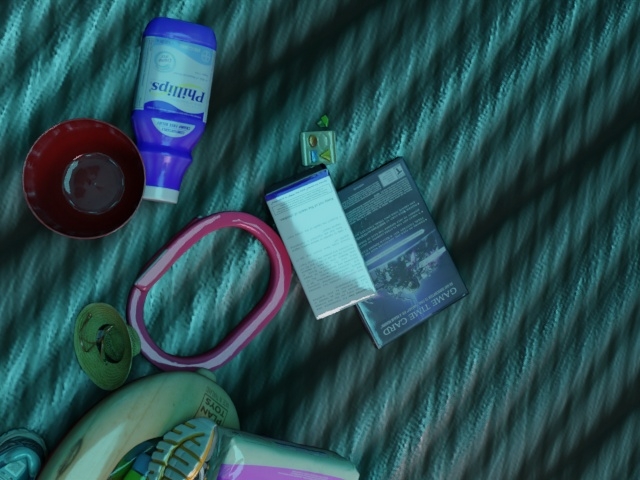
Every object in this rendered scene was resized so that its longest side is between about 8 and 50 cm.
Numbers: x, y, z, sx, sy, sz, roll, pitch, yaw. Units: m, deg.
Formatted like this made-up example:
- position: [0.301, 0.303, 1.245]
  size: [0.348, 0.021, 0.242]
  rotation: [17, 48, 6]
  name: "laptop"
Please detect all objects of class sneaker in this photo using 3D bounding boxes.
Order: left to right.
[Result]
- position: [-0.507, 0.411, 1.535]
  size: [0.110, 0.122, 0.283]
  rotation: [31, 81, -15]
  name: "sneaker"
- position: [-0.202, 0.354, 1.484]
  size: [0.083, 0.084, 0.215]
  rotation: [34, 81, -48]
  name: "sneaker"

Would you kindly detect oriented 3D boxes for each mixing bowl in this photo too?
- position: [-0.352, -0.091, 1.581]
  size: [0.181, 0.098, 0.181]
  rotation: [0, 89, -3]
  name: "mixing bowl"

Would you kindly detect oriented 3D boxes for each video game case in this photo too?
- position: [0.118, 0.020, 1.787]
  size: [0.196, 0.026, 0.274]
  rotation: [-30, 101, -16]
  name: "video game case"

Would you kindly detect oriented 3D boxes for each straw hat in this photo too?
- position: [-0.315, 0.158, 1.609]
  size: [0.061, 0.144, 0.144]
  rotation: [-5, 93, -50]
  name: "straw hat"

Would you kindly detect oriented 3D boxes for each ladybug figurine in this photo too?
- position: [-0.297, 0.383, 1.562]
  size: [0.305, 0.162, 0.449]
  rotation: [46, 70, -33]
  name: "ladybug figurine"

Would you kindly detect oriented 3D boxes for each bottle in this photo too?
- position: [-0.238, -0.201, 1.629]
  size: [0.118, 0.092, 0.282]
  rotation: [10, 88, -20]
  name: "bottle"

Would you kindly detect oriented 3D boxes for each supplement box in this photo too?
- position: [0.000, 0.000, 1.681]
  size: [0.114, 0.111, 0.220]
  rotation: [-24, 99, 1]
  name: "supplement box"

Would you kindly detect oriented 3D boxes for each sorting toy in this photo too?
- position: [-0.004, -0.169, 1.749]
  size: [0.062, 0.012, 0.083]
  rotation: [-5, 93, -18]
  name: "sorting toy"

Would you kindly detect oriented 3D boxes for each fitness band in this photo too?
- position: [-0.180, 0.084, 1.678]
  size: [0.291, 0.054, 0.209]
  rotation: [-45, 106, -11]
  name: "fitness band"

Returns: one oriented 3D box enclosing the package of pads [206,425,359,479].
- position: [-0.083, 0.445, 1.548]
  size: [0.229, 0.101, 0.296]
  rotation: [18, 87, -25]
  name: "package of pads"
